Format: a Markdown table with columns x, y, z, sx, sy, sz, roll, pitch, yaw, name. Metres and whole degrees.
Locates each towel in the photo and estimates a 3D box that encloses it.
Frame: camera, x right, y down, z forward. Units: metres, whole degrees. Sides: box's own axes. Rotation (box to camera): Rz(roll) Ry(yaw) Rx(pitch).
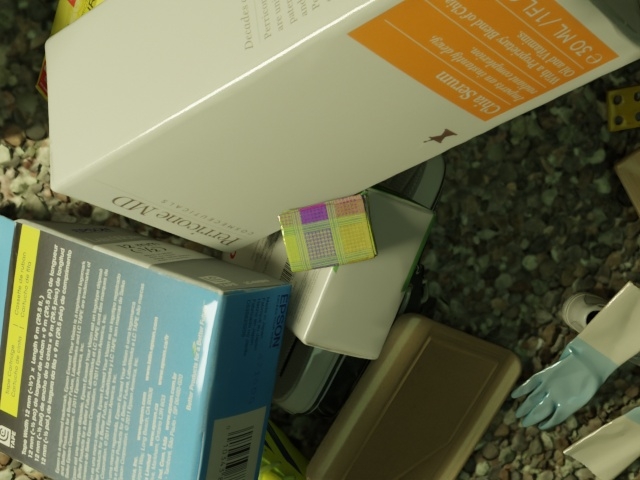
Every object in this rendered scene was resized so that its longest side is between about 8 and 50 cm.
| x | y | z | sx | sy | sz | roll | pitch | yaw | name |
| --- | --- | --- | --- | --- | --- | --- | --- | --- | --- |
| 0.008 | -0.006 | 1.020 | 0.083 | 0.009 | 0.060 | -12 | 98 | 4 | towel |

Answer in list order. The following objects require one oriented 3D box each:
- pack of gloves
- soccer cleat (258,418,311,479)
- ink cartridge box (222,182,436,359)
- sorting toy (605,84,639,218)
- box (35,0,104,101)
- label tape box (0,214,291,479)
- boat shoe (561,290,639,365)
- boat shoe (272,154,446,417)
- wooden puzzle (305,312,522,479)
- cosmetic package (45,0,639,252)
| x | y | z | sx | sy | sz | roll | pitch | yaw | name |
| --- | --- | --- | --- | --- | --- | --- | --- | --- | --- |
| 0.352 | 0.182 | 1.317 | 0.195 | 0.046 | 0.232 | 33 | 116 | -18 | pack of gloves |
| -0.055 | 0.265 | 1.250 | 0.289 | 0.121 | 0.093 | 38 | 94 | -18 | soccer cleat |
| 0.000 | 0.000 | 1.142 | 0.092 | 0.219 | 0.160 | 17 | 101 | -30 | ink cartridge box |
| 0.410 | -0.078 | 1.305 | 0.132 | 0.046 | 0.275 | -33 | 109 | -2 | sorting toy |
| -0.202 | -0.222 | 1.068 | 0.058 | 0.087 | 0.232 | -9 | 136 | -42 | box |
| -0.211 | 0.119 | 1.136 | 0.115 | 0.347 | 0.249 | -5 | 108 | -53 | label tape box |
| 0.374 | 0.112 | 1.336 | 0.184 | 0.063 | 0.066 | 29 | 96 | -17 | boat shoe |
| 0.057 | 0.046 | 1.237 | 0.119 | 0.121 | 0.335 | 19 | 108 | -31 | boat shoe |
| 0.107 | 0.196 | 1.274 | 0.238 | 0.044 | 0.221 | 24 | 99 | -47 | wooden puzzle |
| 0.005 | -0.161 | 0.934 | 0.453 | 0.162 | 0.230 | -25 | 151 | 33 | cosmetic package |
